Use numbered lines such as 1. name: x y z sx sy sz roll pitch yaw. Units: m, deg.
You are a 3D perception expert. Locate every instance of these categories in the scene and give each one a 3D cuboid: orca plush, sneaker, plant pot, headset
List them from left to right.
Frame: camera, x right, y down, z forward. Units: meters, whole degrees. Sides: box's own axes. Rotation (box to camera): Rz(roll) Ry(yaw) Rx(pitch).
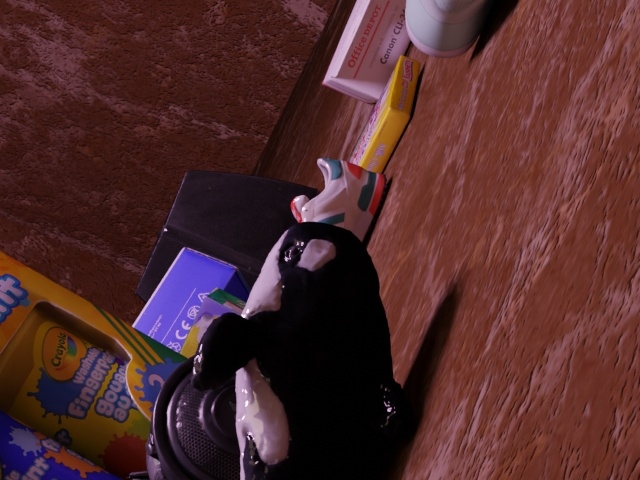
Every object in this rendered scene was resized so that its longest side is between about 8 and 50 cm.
1. headset: -0.113 0.184 1.354 0.243 0.185 0.394 -64 -5 29
2. plant pot: -0.126 0.022 2.244 0.188 0.167 0.187 -75 9 -49
3. orca plush: 0.000 0.111 1.043 0.102 0.151 0.287 -15 40 41
4. sneaker: 0.000 0.000 1.598 0.057 0.075 0.161 131 162 -72
5. sneaker: 0.132 -0.282 1.401 0.151 0.094 0.256 112 170 -79

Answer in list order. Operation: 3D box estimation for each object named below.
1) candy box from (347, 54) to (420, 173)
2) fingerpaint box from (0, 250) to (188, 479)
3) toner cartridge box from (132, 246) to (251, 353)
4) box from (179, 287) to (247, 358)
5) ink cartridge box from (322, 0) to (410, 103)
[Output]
1. candy box: 0.043 -0.074 1.751 0.105 0.027 0.206 -80 14 -54
2. fingerpaint box: -0.279 0.228 1.536 0.163 0.371 0.445 -59 2 34
3. toner cartridge box: -0.179 0.196 1.866 0.348 0.075 0.165 -58 -28 -21
4. box: -0.099 0.149 1.754 0.179 0.105 0.043 -66 -9 19
5. ink cartridge box: 0.058 -0.217 1.990 0.198 0.067 0.115 -129 62 -85
